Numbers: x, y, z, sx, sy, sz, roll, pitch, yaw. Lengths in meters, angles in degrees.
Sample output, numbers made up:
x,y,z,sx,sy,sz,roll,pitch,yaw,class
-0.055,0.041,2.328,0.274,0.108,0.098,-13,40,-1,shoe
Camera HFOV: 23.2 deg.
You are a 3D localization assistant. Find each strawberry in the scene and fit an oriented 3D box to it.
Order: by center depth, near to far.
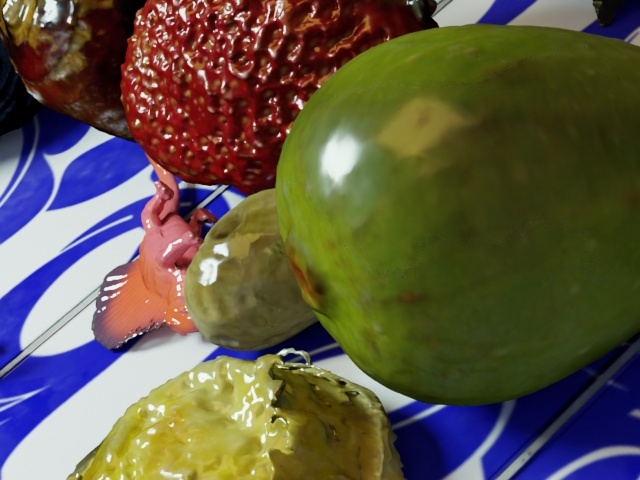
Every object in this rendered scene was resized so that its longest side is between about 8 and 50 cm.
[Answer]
x,y,z,sx,sy,sz,roll,pitch,yaw,class
-0.034,-0.158,1.332,0.257,0.261,0.261,-29,33,-16,strawberry

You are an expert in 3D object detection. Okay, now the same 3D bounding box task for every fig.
x,y,z,sx,sy,sz,roll,pitch,yaw,class
0.134,-0.031,1.050,0.326,0.258,0.258,-17,34,-4,fig

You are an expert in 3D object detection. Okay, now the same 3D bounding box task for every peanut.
x,y,z,sx,sy,sz,roll,pitch,yaw,class
0.000,0.000,1.224,0.236,0.110,0.120,-30,26,-5,peanut

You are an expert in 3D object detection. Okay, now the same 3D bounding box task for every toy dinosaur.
x,y,z,sx,sy,sz,roll,pitch,yaw,class
-0.155,0.020,1.371,0.139,0.070,0.286,-50,32,9,toy dinosaur

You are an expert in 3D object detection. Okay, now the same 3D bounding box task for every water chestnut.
x,y,z,sx,sy,sz,roll,pitch,yaw,class
-0.186,-0.230,1.538,0.289,0.244,0.289,-7,53,10,water chestnut

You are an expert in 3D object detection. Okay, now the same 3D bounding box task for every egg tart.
x,y,z,sx,sy,sz,roll,pitch,yaw,class
-0.075,0.161,1.071,0.290,0.107,0.291,-18,36,14,egg tart

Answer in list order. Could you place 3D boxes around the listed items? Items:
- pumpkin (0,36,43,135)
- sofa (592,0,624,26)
x,y,z,sx,sy,sz,roll,pitch,yaw,class
-0.425,-0.270,1.656,0.266,0.363,0.363,-1,42,44,pumpkin
0.267,-0.353,1.368,0.182,0.258,0.200,-27,31,26,sofa
